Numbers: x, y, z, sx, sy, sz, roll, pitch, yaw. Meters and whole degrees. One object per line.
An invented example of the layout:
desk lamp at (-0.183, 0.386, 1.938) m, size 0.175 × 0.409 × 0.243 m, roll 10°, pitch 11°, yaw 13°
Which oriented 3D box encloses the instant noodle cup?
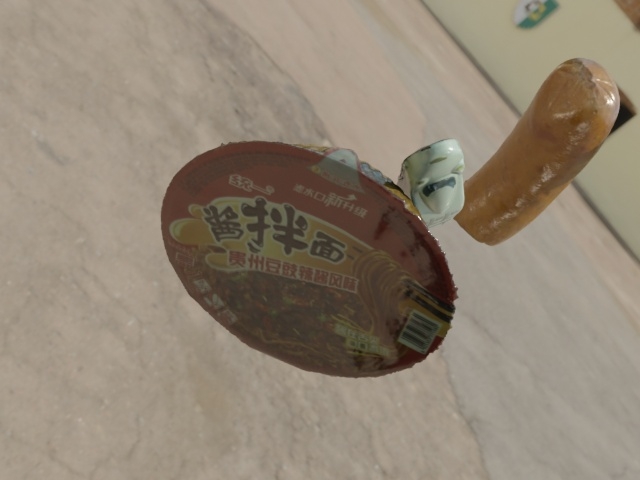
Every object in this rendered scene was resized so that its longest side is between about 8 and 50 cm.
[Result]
instant noodle cup at (0.000, 0.000, 0.850) m, size 0.274 × 0.274 × 0.091 m, roll 45°, pitch 45°, yaw -16°

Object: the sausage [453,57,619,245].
sausage at (0.262, -0.102, 1.145) m, size 0.109 × 0.270 × 0.109 m, roll 15°, pitch 47°, yaw -17°

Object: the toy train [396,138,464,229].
toy train at (0.097, -0.044, 0.842) m, size 0.234 × 0.052 × 0.051 m, roll 73°, pitch -4°, yaw -85°
